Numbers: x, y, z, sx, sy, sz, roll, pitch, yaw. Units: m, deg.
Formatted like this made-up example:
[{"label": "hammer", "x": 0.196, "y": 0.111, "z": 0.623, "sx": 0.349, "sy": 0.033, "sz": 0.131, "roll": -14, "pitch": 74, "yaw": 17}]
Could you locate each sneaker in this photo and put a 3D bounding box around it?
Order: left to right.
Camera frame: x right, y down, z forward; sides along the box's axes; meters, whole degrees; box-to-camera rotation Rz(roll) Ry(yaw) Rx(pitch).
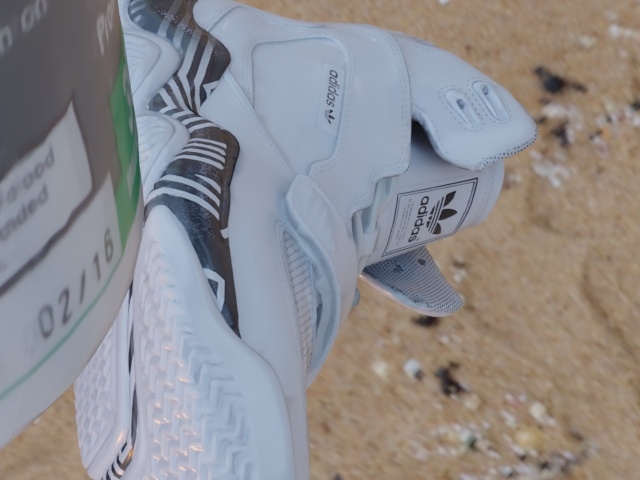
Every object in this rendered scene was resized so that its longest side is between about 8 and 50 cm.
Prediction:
[{"label": "sneaker", "x": 0.000, "y": 0.000, "z": 0.773, "sx": 0.366, "sy": 0.210, "sz": 0.137, "roll": -107, "pitch": 30, "yaw": -51}]

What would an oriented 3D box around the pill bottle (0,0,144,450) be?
[{"label": "pill bottle", "x": -0.151, "y": -0.124, "z": 0.308, "sx": 0.204, "sy": 0.361, "sz": 0.204, "roll": -2, "pitch": 42, "yaw": 2}]
